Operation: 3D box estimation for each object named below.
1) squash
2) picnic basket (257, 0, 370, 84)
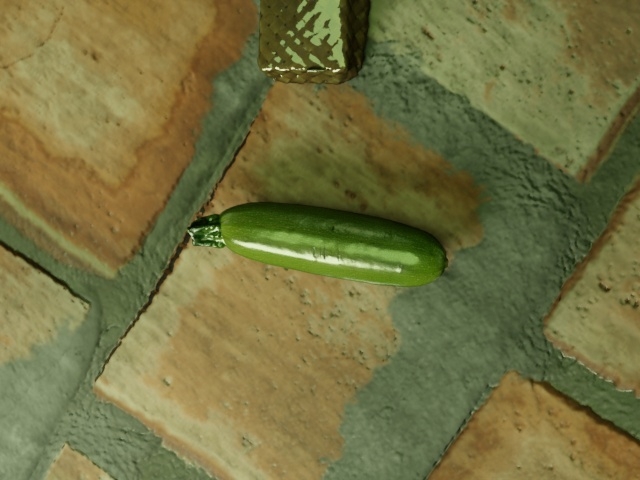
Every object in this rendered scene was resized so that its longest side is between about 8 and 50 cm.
[{"bbox_3d":[0.000,0.000,1.483,0.252,0.066,0.066,10,98,14],"label":"squash"},{"bbox_3d":[-0.010,-0.244,1.467,0.110,0.055,0.194,4,99,15],"label":"picnic basket"}]
